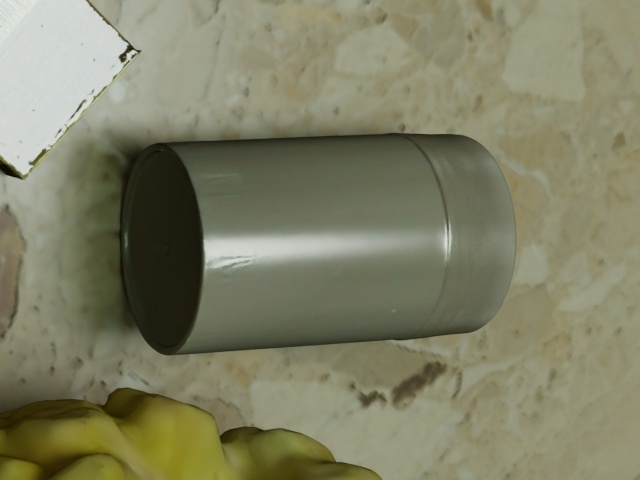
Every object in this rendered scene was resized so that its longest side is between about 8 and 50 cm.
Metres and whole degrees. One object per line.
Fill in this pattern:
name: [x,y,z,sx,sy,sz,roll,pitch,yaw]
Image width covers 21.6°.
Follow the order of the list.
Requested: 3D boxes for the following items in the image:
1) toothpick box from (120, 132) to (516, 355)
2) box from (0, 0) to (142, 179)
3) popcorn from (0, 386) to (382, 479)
toothpick box: [0.000,0.000,0.868,0.180,0.111,0.111,-3,99,-28]
box: [-0.162,-0.104,0.809,0.133,0.023,0.090,45,74,-27]
popcorn: [-0.061,0.240,0.740,0.349,0.381,0.349,-5,97,-44]
